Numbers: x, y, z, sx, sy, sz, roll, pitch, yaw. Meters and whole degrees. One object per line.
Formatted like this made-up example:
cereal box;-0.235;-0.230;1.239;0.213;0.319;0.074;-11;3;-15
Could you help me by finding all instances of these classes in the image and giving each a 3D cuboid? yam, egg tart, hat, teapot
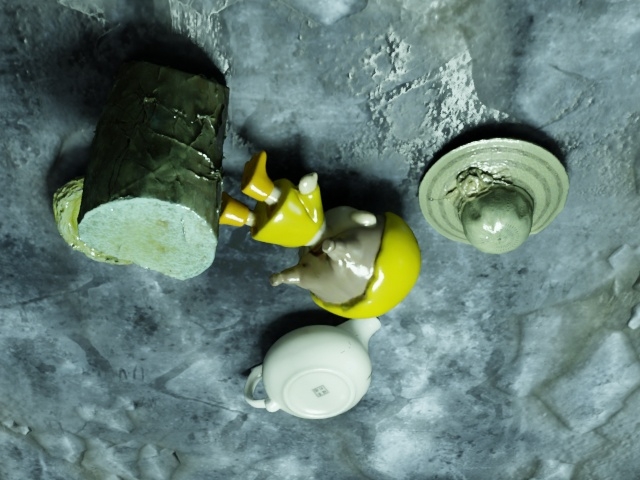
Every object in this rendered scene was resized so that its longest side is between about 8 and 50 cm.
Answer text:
yam;-0.222;-0.118;1.165;0.203;0.271;0.201;18;146;-26
egg tart;-0.345;-0.045;1.339;0.197;0.078;0.197;0;131;0
hat;0.285;-0.039;1.332;0.252;0.110;0.252;3;136;3
teapot;-0.024;0.251;1.578;0.300;0.165;0.208;-18;137;22

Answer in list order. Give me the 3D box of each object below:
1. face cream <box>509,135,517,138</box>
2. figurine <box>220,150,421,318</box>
face cream;0.310;-0.133;1.331;0.040;0.021;0.083;-2;131;1
figurine;0.000;0.000;1.334;0.344;0.187;0.215;28;148;-20
